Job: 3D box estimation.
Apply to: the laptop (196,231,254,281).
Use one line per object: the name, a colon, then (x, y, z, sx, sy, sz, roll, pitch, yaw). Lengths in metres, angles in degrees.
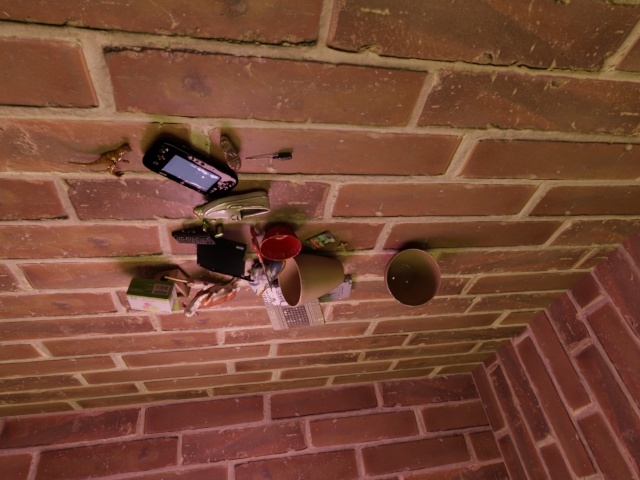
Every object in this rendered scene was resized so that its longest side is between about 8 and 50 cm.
laptop: (-0.422, 0.082, 1.848, 0.234, 0.137, 0.264, 14, 169, 10)

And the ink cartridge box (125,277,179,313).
ink cartridge box: (-0.771, 0.290, 1.899, 0.188, 0.097, 0.255, 8, 139, -5)

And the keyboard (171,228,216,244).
keyboard: (-0.540, -0.013, 1.719, 0.180, 0.023, 0.108, 1, 146, 15)

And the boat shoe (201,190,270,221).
boat shoe: (-0.328, -0.117, 1.600, 0.267, 0.088, 0.096, -12, 159, -9)

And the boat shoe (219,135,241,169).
boat shoe: (-0.312, -0.305, 1.418, 0.050, 0.045, 0.135, -18, 139, -3)

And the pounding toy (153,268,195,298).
pounding toy: (-0.676, 0.185, 1.918, 0.205, 0.094, 0.181, -9, 139, 13)

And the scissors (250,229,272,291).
scissors: (-0.260, 0.091, 1.827, 0.021, 0.109, 0.297, -19, 121, -4)

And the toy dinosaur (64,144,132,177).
toy dinosaur: (-0.722, -0.264, 1.377, 0.211, 0.064, 0.112, -22, 124, 0)

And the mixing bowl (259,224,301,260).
mixing bowl: (-0.180, -0.003, 1.799, 0.181, 0.098, 0.182, -7, 143, -6)

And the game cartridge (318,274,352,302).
game cartridge: (0.021, 0.273, 2.247, 0.293, 0.060, 0.196, -5, 139, -7)

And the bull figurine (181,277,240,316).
bull figurine: (-0.527, 0.269, 1.996, 0.310, 0.101, 0.188, -20, 160, -50)

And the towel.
towel: (-0.151, 0.342, 2.196, 0.311, 0.056, 0.325, -8, 120, 10)

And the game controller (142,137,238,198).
game controller: (-0.454, -0.246, 1.444, 0.319, 0.067, 0.166, 26, 130, -37)

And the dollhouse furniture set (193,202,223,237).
dollhouse furniture set: (-0.454, -0.077, 1.670, 0.076, 0.059, 0.152, -18, 142, 9)

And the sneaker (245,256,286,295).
sneaker: (-0.274, 0.150, 1.945, 0.112, 0.131, 0.296, -38, 173, -49)

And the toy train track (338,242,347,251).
toy train track: (0.109, 0.030, 1.983, 0.048, 0.014, 0.083, -21, 148, 2)

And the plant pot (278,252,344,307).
plant pot: (-0.031, 0.170, 1.973, 0.273, 0.257, 0.257, -8, 146, -29)

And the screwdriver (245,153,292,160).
screwdriver: (-0.187, -0.299, 1.483, 0.169, 0.024, 0.025, -4, 172, 2)

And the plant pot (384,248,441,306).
plant pot: (0.446, 0.186, 2.095, 0.283, 0.285, 0.191, -4, 178, -8)

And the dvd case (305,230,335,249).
dvd case: (0.000, 0.000, 1.917, 0.119, 0.013, 0.087, -22, 141, 17)
